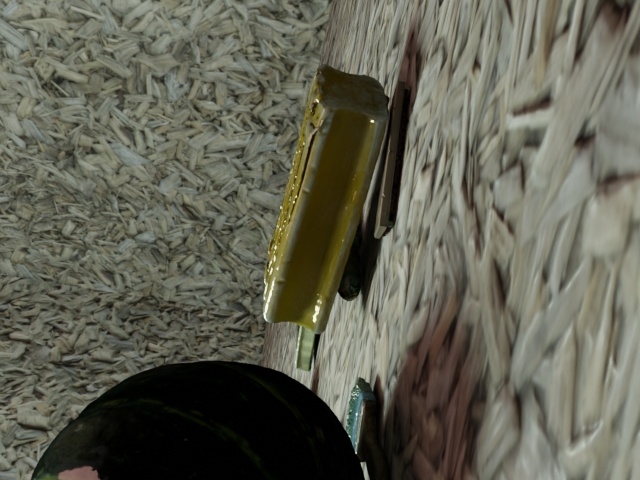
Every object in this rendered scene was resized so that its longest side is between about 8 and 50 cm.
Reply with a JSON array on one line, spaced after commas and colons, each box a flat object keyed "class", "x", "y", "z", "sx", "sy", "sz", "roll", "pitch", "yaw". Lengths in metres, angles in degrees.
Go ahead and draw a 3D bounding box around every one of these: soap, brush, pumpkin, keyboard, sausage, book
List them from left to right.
[{"class": "pumpkin", "x": -0.096, "y": 0.258, "z": 0.846, "sx": 0.323, "sy": 0.241, "sz": 0.323, "roll": 5, "pitch": -96, "yaw": -58}, {"class": "book", "x": 0.000, "y": 0.000, "z": 1.730, "sx": 0.260, "sy": 0.043, "sz": 0.370, "roll": -90, "pitch": 10, "yaw": -68}, {"class": "soap", "x": 0.001, "y": -0.049, "z": 1.201, "sx": 0.173, "sy": 0.089, "sz": 0.274, "roll": -92, "pitch": 17, "yaw": -64}, {"class": "sausage", "x": 0.035, "y": 0.004, "z": 1.333, "sx": 0.269, "sy": 0.033, "sz": 0.032, "roll": -89, "pitch": 9, "yaw": -61}, {"class": "brush", "x": 0.043, "y": 0.184, "z": 0.940, "sx": 0.196, "sy": 0.021, "sz": 0.070, "roll": -108, "pitch": 26, "yaw": -79}, {"class": "keyboard", "x": 0.078, "y": -0.087, "z": 1.105, "sx": 0.055, "sy": 0.017, "sz": 0.165, "roll": 99, "pitch": 179, "yaw": -75}]
